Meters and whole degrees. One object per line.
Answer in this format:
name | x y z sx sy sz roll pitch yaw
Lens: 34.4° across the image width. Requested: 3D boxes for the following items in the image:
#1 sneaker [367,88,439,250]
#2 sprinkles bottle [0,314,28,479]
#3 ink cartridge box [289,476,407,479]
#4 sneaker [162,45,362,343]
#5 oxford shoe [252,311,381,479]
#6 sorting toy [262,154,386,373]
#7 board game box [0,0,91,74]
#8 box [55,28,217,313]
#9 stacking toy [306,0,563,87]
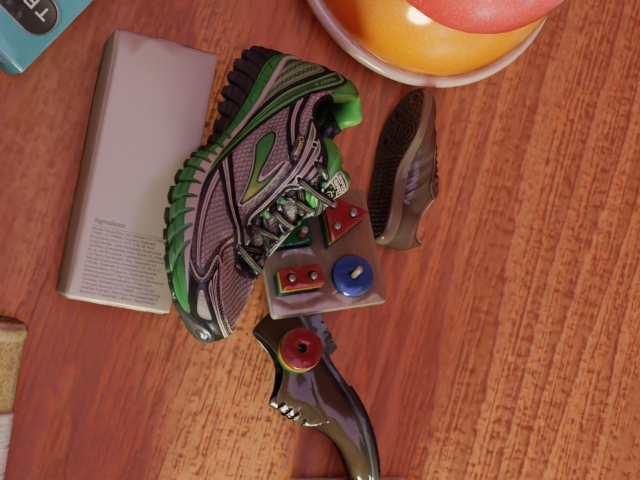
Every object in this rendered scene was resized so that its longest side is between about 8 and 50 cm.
sneaker | 0.106 -0.081 1.212 0.071 0.066 0.188 18 89 -36
sprinkles bottle | -0.366 0.246 0.994 0.121 0.121 0.356 9 87 -20
ink cartridge box | 0.052 0.328 1.174 0.181 0.061 0.104 5 100 -20
sneaker | -0.055 -0.053 1.038 0.146 0.134 0.344 12 62 15
oxford shoe | -0.008 0.182 1.154 0.096 0.083 0.227 -27 87 -16
sorting toy | 0.000 0.000 1.131 0.132 0.046 0.275 -7 74 -17
board game box | -0.281 -0.374 1.029 0.254 0.079 0.336 46 75 -25
box | -0.192 -0.068 1.075 0.113 0.094 0.275 13 85 -20
stacking toy | 0.197 -0.353 1.015 0.350 0.480 0.351 0 90 -21
